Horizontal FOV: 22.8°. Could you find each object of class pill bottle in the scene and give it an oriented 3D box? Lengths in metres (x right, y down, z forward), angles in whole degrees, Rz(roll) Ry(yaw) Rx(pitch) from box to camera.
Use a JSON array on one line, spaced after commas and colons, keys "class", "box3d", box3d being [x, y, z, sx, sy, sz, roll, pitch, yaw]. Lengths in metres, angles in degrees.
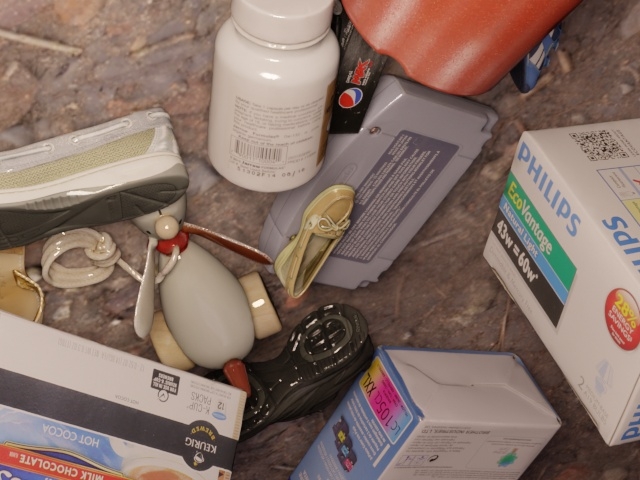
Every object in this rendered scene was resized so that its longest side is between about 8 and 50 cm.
[{"class": "pill bottle", "box3d": [-0.048, -0.173, 1.648, 0.131, 0.131, 0.229, -12, 139, -20]}]

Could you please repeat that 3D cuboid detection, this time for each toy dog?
[{"class": "toy dog", "box3d": [-0.144, 0.070, 1.833, 0.220, 0.161, 0.333, -39, 140, 12]}]

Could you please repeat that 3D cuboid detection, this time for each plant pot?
[{"class": "plant pot", "box3d": [0.166, -0.302, 1.554, 0.272, 0.272, 0.265, 7, 138, -36]}]

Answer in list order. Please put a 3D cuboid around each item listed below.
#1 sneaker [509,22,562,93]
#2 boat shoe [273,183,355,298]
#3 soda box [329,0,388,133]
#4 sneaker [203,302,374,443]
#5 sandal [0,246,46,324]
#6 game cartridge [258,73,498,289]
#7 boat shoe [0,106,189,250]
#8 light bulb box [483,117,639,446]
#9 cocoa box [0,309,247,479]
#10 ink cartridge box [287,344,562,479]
[{"class": "sneaker", "box3d": [0.250, -0.229, 1.829, 0.059, 0.053, 0.144, -18, 141, -17]}, {"class": "boat shoe", "box3d": [-0.002, 0.000, 1.852, 0.056, 0.048, 0.153, 13, 126, -39]}, {"class": "soda box", "box3d": [0.032, -0.196, 1.733, 0.060, 0.053, 0.169, -3, 134, -28]}, {"class": "sneaker", "box3d": [-0.049, 0.201, 2.087, 0.286, 0.109, 0.130, -29, 148, 3]}, {"class": "sandal", "box3d": [-0.349, 0.068, 1.773, 0.088, 0.079, 0.240, -15, 140, -17]}, {"class": "game cartridge", "box3d": [0.058, -0.067, 1.894, 0.196, 0.060, 0.294, 10, 128, -43]}, {"class": "boat shoe", "box3d": [-0.302, -0.065, 1.656, 0.320, 0.103, 0.118, -12, 158, -11]}, {"class": "light bulb box", "box3d": [0.456, 0.033, 1.998, 0.361, 0.358, 0.225, -8, 135, -23]}, {"class": "cocoa box", "box3d": [-0.298, 0.240, 1.777, 0.347, 0.228, 0.231, 23, 159, -35]}, {"class": "ink cartridge box", "box3d": [0.121, 0.341, 2.301, 0.270, 0.151, 0.395, 7, 128, -35]}]
